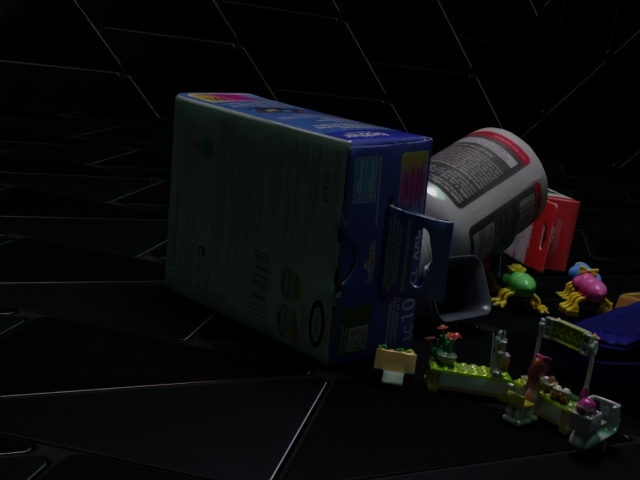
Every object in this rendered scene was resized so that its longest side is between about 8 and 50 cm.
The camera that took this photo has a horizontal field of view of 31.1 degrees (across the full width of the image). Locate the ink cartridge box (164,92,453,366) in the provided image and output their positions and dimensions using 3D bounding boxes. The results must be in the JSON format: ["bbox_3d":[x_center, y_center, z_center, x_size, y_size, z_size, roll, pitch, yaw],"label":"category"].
[{"bbox_3d":[-0.017,-0.018,1.413,0.151,0.270,0.395,-8,20,-41],"label":"ink cartridge box"}]

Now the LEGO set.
[{"bbox_3d":[0.201,0.132,1.258,0.287,0.107,0.132,17,13,33],"label":"LEGO set"}]

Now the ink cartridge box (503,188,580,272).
[{"bbox_3d":[0.404,-0.025,2.128,0.078,0.134,0.231,6,12,-17],"label":"ink cartridge box"}]

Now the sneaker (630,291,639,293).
[{"bbox_3d":[0.544,0.124,1.711,0.192,0.064,0.086,4,-20,39],"label":"sneaker"}]

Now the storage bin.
[{"bbox_3d":[0.157,0.079,1.562,0.091,0.098,0.135,-18,-8,40],"label":"storage bin"}]

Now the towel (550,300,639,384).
[{"bbox_3d":[0.470,0.109,1.415,0.308,0.076,0.227,-16,7,-24],"label":"towel"}]

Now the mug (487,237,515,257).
[{"bbox_3d":[0.264,-0.014,2.056,0.129,0.098,0.158,8,12,-10],"label":"mug"}]

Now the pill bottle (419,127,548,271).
[{"bbox_3d":[0.189,-0.037,1.744,0.176,0.176,0.318,19,37,40],"label":"pill bottle"}]

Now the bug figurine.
[{"bbox_3d":[0.351,0.061,1.817,0.278,0.072,0.216,7,12,-12],"label":"bug figurine"}]

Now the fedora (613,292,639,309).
[{"bbox_3d":[0.466,0.121,1.594,0.194,0.079,0.194,8,10,-2],"label":"fedora"}]
